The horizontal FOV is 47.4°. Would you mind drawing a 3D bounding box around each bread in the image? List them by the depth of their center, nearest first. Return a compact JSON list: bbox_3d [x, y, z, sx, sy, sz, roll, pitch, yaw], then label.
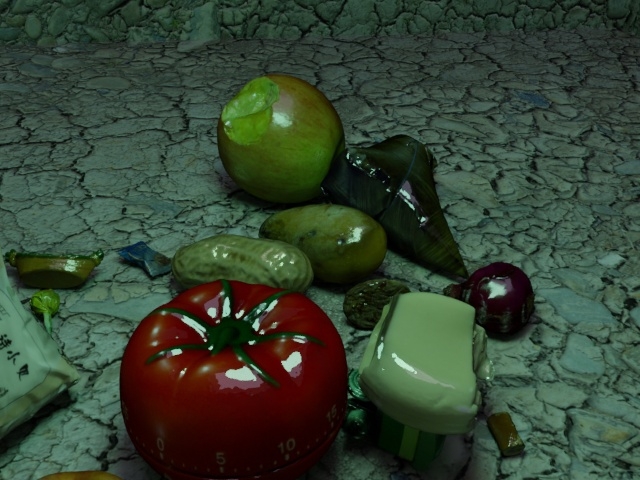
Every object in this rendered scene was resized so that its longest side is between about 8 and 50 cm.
[{"bbox_3d":[0.334,0.346,1.312,0.046,0.036,0.083,-6,33,-8],"label":"bread"}]

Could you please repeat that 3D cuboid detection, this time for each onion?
[{"bbox_3d":[0.362,0.109,1.577,0.198,0.136,0.173,13,32,17],"label":"onion"}]

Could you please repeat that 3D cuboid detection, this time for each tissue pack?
[{"bbox_3d":[-0.636,0.185,1.223,0.376,0.195,0.390,57,42,-1],"label":"tissue pack"}]

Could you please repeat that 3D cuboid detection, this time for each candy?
[{"bbox_3d":[-0.558,0.175,1.494,0.062,0.058,0.194,-29,48,2],"label":"candy"},{"bbox_3d":[-0.404,0.044,1.706,0.136,0.038,0.088,29,28,22],"label":"candy"}]

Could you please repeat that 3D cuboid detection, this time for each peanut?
[{"bbox_3d":[-0.174,0.064,1.606,0.324,0.140,0.154,2,76,11],"label":"peanut"}]

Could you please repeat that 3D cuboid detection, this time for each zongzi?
[{"bbox_3d":[0.262,-0.092,1.866,0.432,0.208,0.403,38,32,14],"label":"zongzi"}]

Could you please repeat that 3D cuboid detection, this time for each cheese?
[{"bbox_3d":[0.191,0.203,1.233,0.233,0.127,0.266,17,39,5],"label":"cheese"}]

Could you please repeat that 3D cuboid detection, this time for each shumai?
[{"bbox_3d":[0.113,0.125,1.556,0.139,0.123,0.105,-24,29,-14],"label":"shumai"}]

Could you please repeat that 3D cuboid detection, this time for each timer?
[{"bbox_3d":[-0.141,0.241,1.218,0.377,0.279,0.378,0,33,0],"label":"timer"}]

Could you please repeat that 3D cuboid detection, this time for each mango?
[{"bbox_3d":[0.007,0.000,1.703,0.176,0.176,0.329,2,7,-42],"label":"mango"}]

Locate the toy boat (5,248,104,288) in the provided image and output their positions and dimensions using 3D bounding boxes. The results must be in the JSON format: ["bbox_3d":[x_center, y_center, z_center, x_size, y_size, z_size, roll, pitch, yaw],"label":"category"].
[{"bbox_3d":[-0.599,0.053,1.626,0.229,0.089,0.088,0,48,1],"label":"toy boat"}]

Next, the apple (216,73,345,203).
[{"bbox_3d":[-0.094,-0.262,1.922,0.339,0.340,0.340,2,34,-1],"label":"apple"}]

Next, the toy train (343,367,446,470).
[{"bbox_3d":[0.165,0.267,1.346,0.202,0.120,0.301,21,37,19],"label":"toy train"}]

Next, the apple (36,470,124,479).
[{"bbox_3d":[-0.352,0.421,1.036,0.209,0.164,0.209,3,32,-2],"label":"apple"}]
